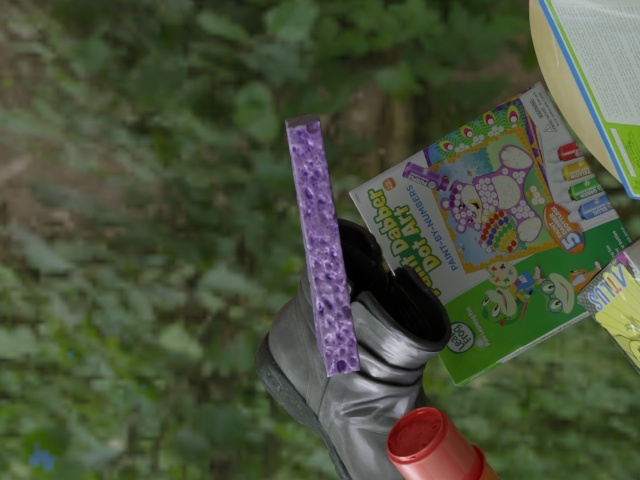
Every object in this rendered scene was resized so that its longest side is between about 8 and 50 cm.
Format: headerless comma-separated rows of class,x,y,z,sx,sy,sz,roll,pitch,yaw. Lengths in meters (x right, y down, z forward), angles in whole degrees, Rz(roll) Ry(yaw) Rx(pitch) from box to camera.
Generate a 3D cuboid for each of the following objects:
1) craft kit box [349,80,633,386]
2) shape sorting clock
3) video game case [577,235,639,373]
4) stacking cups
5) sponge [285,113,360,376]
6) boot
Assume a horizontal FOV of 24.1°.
craft kit box,0.197,-0.007,1.641,0.247,0.250,0.061,-31,169,10
shape sorting clock,0.194,-0.083,0.791,0.040,0.206,0.206,-38,-160,-20
video game case,0.237,0.038,0.523,0.232,0.210,0.042,-31,166,-29
stacking cups,0.160,0.277,1.387,0.096,0.316,0.096,-30,-152,18
sponge,0.000,0.000,1.259,0.031,0.210,0.117,-10,-170,-2
boot,0.079,0.153,1.460,0.338,0.222,0.118,41,-130,12
